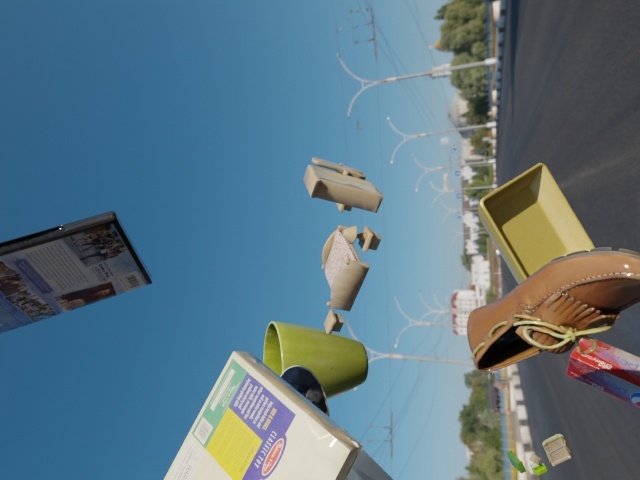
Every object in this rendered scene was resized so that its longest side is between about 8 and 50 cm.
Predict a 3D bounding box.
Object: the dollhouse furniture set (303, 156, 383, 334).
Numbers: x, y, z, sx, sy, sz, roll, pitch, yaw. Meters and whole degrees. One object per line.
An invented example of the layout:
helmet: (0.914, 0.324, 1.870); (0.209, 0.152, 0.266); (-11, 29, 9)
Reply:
dollhouse furniture set: (0.000, 0.000, 1.150); (0.303, 0.174, 0.355); (-110, 37, -61)

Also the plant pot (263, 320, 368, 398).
plant pot: (-0.010, 0.389, 1.407); (0.275, 0.294, 0.274); (-178, 90, -72)

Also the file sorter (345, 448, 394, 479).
file sorter: (0.039, 0.614, 1.098); (0.193, 0.278, 0.172); (29, -95, -28)

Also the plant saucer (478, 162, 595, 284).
plant saucer: (0.626, -0.025, 1.322); (0.333, 0.081, 0.332); (-28, -92, -29)

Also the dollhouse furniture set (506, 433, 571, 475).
dollhouse furniture set: (0.602, 0.587, 1.232); (0.058, 0.152, 0.076); (-154, 38, -87)

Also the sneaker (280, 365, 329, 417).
sneaker: (-0.045, 0.401, 0.924); (0.127, 0.126, 0.320); (72, -172, -52)

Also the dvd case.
dvd case: (-0.403, 0.054, 0.664); (0.180, 0.253, 0.022); (92, 156, -53)

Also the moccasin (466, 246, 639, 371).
moccasin: (0.376, 0.132, 0.738); (0.380, 0.139, 0.146); (-46, 25, 52)

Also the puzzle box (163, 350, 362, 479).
puzzle box: (-0.136, 0.427, 0.728); (0.052, 0.272, 0.408); (27, -88, -56)

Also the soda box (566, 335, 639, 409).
soda box: (0.754, 0.338, 1.081); (0.092, 0.263, 0.083); (-38, -48, -28)
